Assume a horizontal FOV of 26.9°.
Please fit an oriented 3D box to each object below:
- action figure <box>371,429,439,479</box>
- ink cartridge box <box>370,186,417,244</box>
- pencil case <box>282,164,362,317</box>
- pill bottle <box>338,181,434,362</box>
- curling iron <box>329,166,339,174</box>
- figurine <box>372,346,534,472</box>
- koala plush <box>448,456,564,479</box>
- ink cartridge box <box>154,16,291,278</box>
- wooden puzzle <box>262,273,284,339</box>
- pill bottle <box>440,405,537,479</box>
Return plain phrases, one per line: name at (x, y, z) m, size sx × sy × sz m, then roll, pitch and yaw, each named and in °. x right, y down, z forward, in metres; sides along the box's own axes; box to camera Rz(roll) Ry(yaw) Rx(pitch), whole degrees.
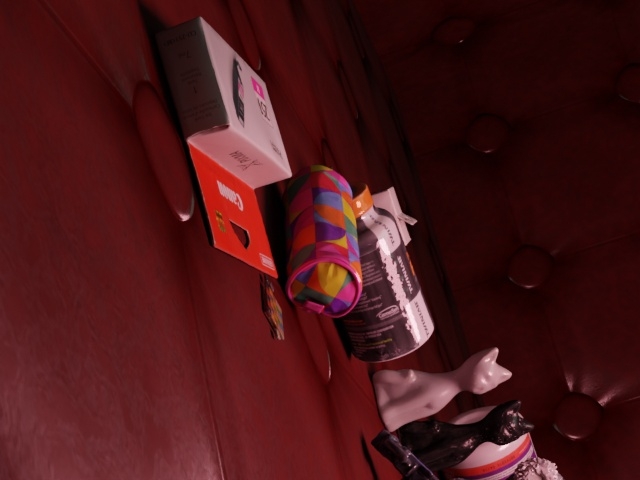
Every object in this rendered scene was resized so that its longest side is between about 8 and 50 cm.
action figure at (0.146, 0.422, 1.758) m, size 0.341 × 0.178 × 0.330 m, roll 46°, pitch -3°, yaw 11°
ink cartridge box at (0.070, -0.023, 2.021) m, size 0.092 × 0.143 × 0.089 m, roll -38°, pitch 110°, yaw -81°
pencil case at (0.000, 0.000, 1.714) m, size 0.236 × 0.104 × 0.104 m, roll -93°, pitch 163°, yaw -58°
pill bottle at (0.066, 0.041, 1.915) m, size 0.130 × 0.131 × 0.245 m, roll -86°, pitch 156°, yaw -67°
curling iron at (0.058, -0.004, 2.257) m, size 0.068 × 0.035 × 0.274 m, roll -86°, pitch 155°, yaw -57°
figurine at (0.210, 0.262, 2.088) m, size 0.092 × 0.210 × 0.215 m, roll -98°, pitch 166°, yaw -49°
koala plush at (0.328, 0.458, 2.284) m, size 0.196 × 0.221 × 0.203 m, roll 45°, pitch 17°, yaw -45°
ink cartridge box at (-0.088, -0.094, 1.491) m, size 0.275 × 0.060 × 0.238 m, roll 35°, pitch 36°, yaw -75°
wooden puzzle at (-0.054, 0.079, 1.516) m, size 0.083 × 0.006 × 0.049 m, roll -98°, pitch 166°, yaw -49°
pill bottle at (0.341, 0.487, 2.527) m, size 0.181 × 0.182 × 0.322 m, roll -81°, pitch 152°, yaw -71°
